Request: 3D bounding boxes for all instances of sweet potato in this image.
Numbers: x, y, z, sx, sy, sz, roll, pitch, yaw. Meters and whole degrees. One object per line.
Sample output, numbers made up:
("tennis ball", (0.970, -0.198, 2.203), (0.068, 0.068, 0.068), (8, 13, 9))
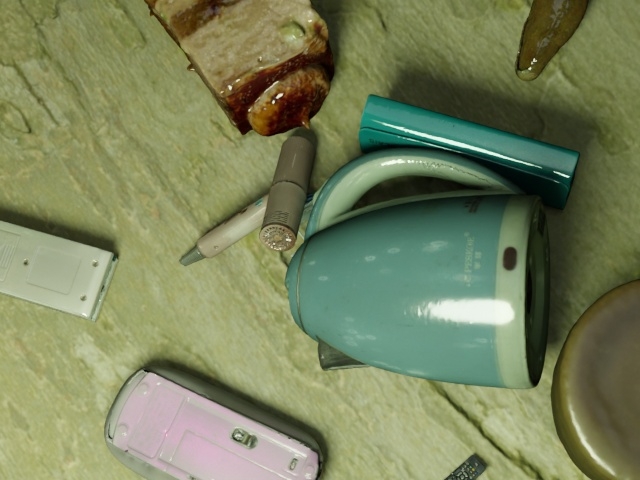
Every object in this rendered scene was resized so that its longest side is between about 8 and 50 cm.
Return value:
("sweet potato", (0.343, -0.369, 1.690), (0.112, 0.085, 0.286), (8, 87, 44))

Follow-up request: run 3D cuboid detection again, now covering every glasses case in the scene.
("glasses case", (0.204, -0.121, 1.620), (0.301, 0.117, 0.070), (18, 79, 13))

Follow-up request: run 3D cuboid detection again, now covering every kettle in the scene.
("kettle", (0.123, 0.028, 1.542), (0.342, 0.247, 0.319), (2, 69, 19))

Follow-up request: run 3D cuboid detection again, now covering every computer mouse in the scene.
("computer mouse", (-0.146, 0.285, 1.588), (0.310, 0.072, 0.158), (24, 79, 13))

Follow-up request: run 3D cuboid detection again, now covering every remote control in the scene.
("remote control", (0.181, 0.329, 1.561), (0.091, 0.016, 0.034), (-42, 59, -4))
("remote control", (-0.443, 0.032, 1.703), (0.277, 0.055, 0.103), (16, 79, 10))

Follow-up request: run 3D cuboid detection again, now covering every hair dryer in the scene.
("hair dryer", (-0.107, -0.035, 1.670), (0.220, 0.053, 0.195), (-28, 33, 33))

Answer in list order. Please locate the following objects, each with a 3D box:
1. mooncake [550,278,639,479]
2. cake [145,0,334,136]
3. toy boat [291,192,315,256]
("mooncake", (0.436, 0.195, 1.486), (0.284, 0.155, 0.284), (0, 78, 2))
("cake", (-0.103, -0.284, 1.666), (0.196, 0.199, 0.293), (-32, 75, -4))
("toy boat", (0.002, -0.011, 1.662), (0.149, 0.034, 0.105), (30, 84, 15))
